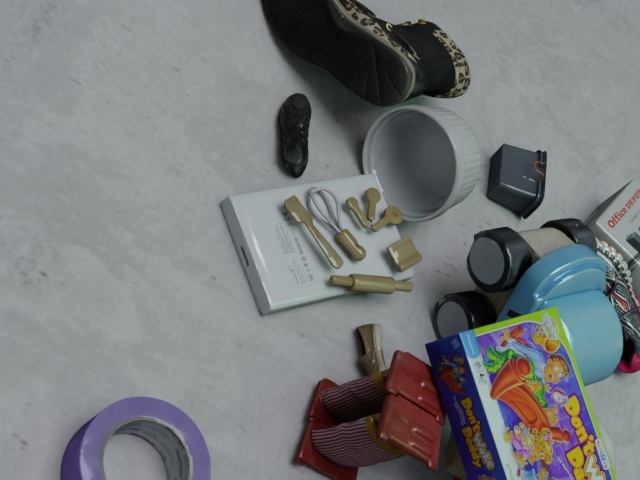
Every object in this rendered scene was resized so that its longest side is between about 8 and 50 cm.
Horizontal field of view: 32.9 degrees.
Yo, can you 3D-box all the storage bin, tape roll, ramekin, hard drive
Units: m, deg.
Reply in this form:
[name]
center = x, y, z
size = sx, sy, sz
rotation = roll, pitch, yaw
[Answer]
[storage bin]
center = 0.384, -0.125, 2.116
size = 0.091, 0.098, 0.135
rotation = 19, 57, -13
[tape roll]
center = -0.250, 0.313, 1.471
size = 0.189, 0.080, 0.189
rotation = 15, 59, -26
[ramekin]
center = 0.188, -0.142, 1.921
size = 0.109, 0.207, 0.207
rotation = -17, 77, -47
[hard drive]
center = 0.000, 0.000, 1.823
size = 0.308, 0.040, 0.203
rotation = -11, 73, -37

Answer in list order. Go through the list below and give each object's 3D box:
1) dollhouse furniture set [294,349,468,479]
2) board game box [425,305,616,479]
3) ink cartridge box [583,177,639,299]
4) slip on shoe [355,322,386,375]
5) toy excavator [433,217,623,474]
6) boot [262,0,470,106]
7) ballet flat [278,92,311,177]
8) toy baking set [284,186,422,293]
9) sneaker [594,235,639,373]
[dollhouse furniture set]
center = 0.177, 0.334, 1.677
size = 0.374, 0.201, 0.152
rotation = 33, 52, -24
[board game box]
center = 0.311, 0.290, 1.616
size = 0.233, 0.078, 0.347
rotation = -10, 79, -41
[ink cartridge box]
center = 0.653, 0.037, 2.167
size = 0.273, 0.114, 0.197
rotation = 45, 50, 6
[slip on shoe]
center = 0.083, 0.199, 1.773
size = 0.041, 0.051, 0.135
rotation = 1, 65, -9
[toy excavator]
center = 0.398, 0.242, 1.824
size = 0.222, 0.433, 0.445
rotation = -6, 42, -36
[boot]
center = 0.091, -0.379, 2.009
size = 0.377, 0.138, 0.284
rotation = 41, 28, 26
[ballet flat]
center = -0.046, -0.188, 1.897
size = 0.058, 0.049, 0.173
rotation = 2, 57, 3
[toy baking set]
center = 0.055, -0.001, 1.819
size = 0.256, 0.030, 0.196
rotation = 2, 63, -33
[sneaker]
center = 0.550, 0.116, 2.079
size = 0.299, 0.121, 0.112
rotation = 52, 52, -1
